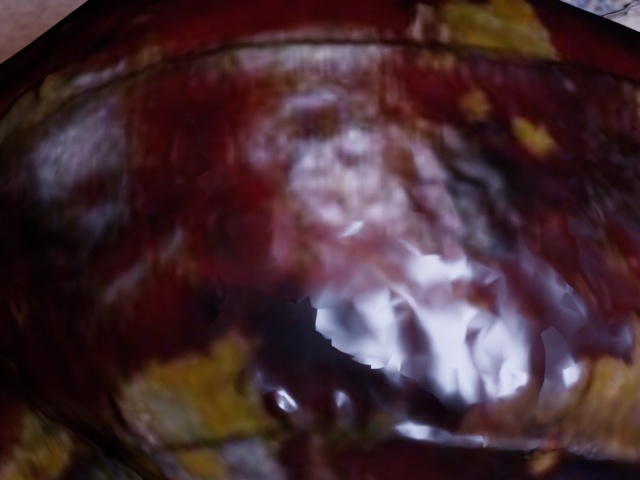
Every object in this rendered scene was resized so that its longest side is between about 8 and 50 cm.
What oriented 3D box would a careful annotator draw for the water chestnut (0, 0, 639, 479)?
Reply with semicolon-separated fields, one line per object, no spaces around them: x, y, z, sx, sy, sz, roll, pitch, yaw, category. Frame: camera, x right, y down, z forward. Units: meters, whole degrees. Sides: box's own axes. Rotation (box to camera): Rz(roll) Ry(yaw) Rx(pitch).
0.000;0.000;0.715;0.335;0.335;0.347;1;68;-6;water chestnut
